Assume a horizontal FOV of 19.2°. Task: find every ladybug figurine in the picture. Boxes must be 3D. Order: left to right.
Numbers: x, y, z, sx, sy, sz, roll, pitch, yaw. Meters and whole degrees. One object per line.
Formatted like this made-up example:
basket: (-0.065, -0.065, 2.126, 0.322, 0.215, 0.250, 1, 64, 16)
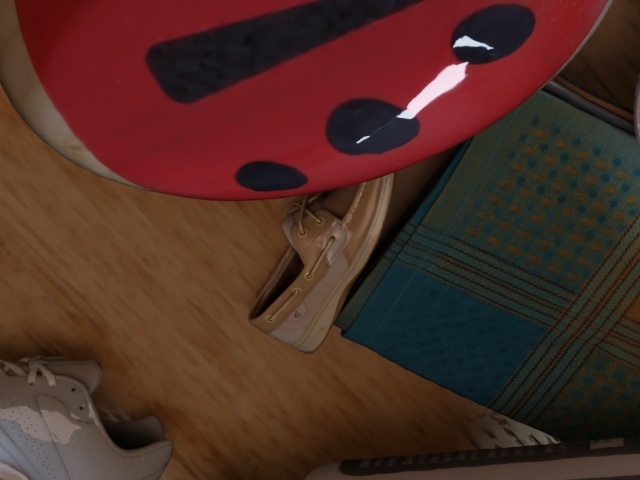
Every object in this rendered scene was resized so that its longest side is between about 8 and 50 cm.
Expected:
ladybug figurine: (-0.022, -0.153, 1.103, 0.449, 0.162, 0.305, -20, 117, 32)

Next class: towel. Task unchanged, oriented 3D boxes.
towel: (0.224, 0.047, 1.298, 0.370, 0.040, 0.271, 25, 128, -14)

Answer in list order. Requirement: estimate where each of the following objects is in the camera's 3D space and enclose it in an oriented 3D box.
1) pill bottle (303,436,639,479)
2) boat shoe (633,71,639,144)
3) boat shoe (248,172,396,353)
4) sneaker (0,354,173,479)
pill bottle: (0.091, 0.248, 1.316, 0.361, 0.204, 0.204, -5, 113, 9)
boat shoe: (0.282, -0.180, 1.181, 0.108, 0.102, 0.301, 24, 95, -7)
boat shoe: (0.000, 0.000, 1.292, 0.059, 0.063, 0.170, 18, 112, -15)
sneaker: (-0.220, 0.111, 1.325, 0.262, 0.099, 0.121, 35, 100, -23)
